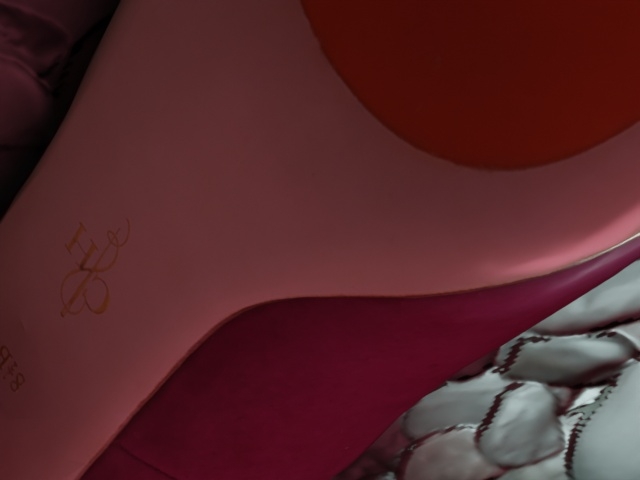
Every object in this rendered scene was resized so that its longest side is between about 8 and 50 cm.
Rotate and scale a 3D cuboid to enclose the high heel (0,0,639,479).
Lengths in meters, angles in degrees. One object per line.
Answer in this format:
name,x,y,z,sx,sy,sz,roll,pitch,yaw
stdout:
high heel,0.000,0.000,0.439,0.377,0.127,0.181,-29,161,14
